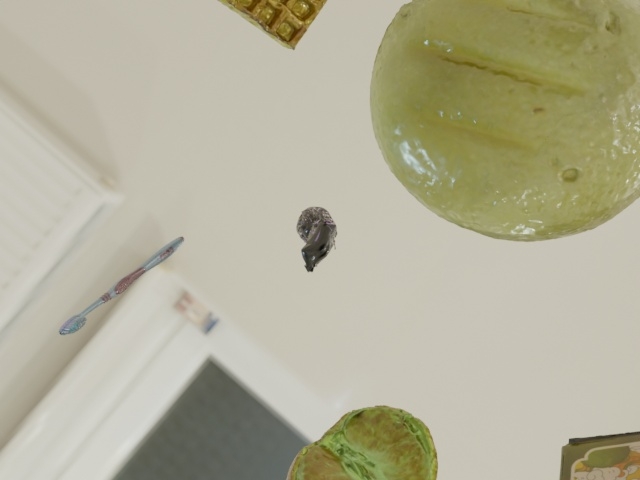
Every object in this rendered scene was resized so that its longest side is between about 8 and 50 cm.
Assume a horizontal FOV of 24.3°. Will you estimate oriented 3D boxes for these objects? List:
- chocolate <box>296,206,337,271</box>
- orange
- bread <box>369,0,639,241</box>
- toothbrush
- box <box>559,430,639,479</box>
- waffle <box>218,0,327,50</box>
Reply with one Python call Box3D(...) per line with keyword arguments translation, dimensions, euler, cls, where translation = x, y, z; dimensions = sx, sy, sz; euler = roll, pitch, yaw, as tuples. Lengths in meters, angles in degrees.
Box3D(translation=(0.001, -0.004, 2.077), dimensions=(0.147, 0.070, 0.072), euler=(-113, -144, -71), cls="chocolate")
Box3D(translation=(0.059, 0.362, 2.224), dimensions=(0.237, 0.179, 0.158), euler=(-37, 159, -27), cls="orange")
Box3D(translation=(0.213, -0.149, 1.570), dimensions=(0.320, 0.320, 0.237), euler=(-54, 163, 17), cls="bread")
Box3D(translation=(-0.204, 0.045, 1.555), dimensions=(0.019, 0.013, 0.193), euler=(-3, -152, 42), cls="toothbrush")
Box3D(translation=(0.498, 0.418, 1.934), dimensions=(0.373, 0.138, 0.420), euler=(-10, -148, 20), cls="box")
Box3D(translation=(-0.047, -0.393, 2.048), dimensions=(0.211, 0.160, 0.055), euler=(-58, -158, 1), cls="waffle")
